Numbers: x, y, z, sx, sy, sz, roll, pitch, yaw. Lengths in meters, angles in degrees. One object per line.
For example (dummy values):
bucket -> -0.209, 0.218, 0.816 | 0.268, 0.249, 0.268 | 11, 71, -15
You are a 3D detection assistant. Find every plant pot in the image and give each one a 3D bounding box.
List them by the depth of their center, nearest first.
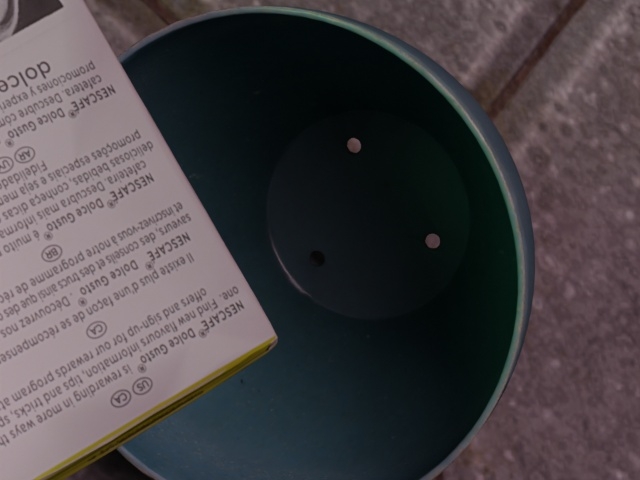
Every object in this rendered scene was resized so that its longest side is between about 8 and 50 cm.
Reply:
plant pot -> 0.000, 0.000, 1.081 | 0.290, 0.290, 0.195 | 57, 21, 1

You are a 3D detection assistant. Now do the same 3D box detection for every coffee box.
coffee box -> -0.293, 0.023, 0.850 | 0.338, 0.337, 0.334 | -30, 89, -33
